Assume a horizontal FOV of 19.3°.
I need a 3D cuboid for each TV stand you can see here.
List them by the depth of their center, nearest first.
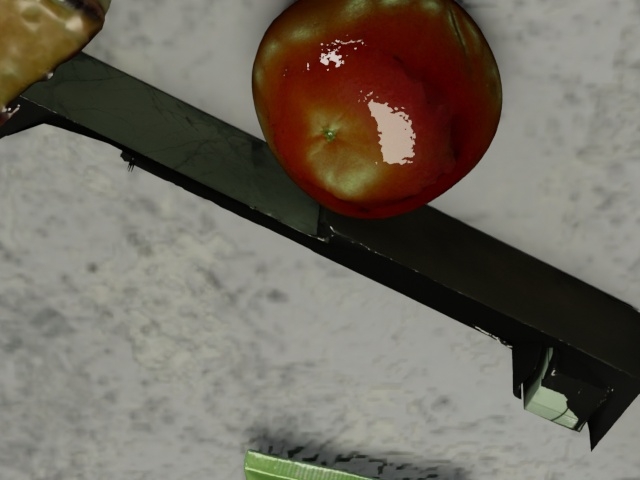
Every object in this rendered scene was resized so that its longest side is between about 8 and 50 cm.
[{"bbox_3d":[0.000,0.000,0.690,0.256,0.049,0.040,26,121,-12],"label":"TV stand"}]

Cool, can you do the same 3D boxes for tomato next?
[{"bbox_3d":[0.018,-0.048,0.644,0.087,0.075,0.087,3,121,6],"label":"tomato"}]

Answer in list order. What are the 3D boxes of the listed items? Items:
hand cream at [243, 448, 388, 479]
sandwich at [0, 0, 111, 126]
[{"bbox_3d":[0.000,0.169,0.798,0.095,0.046,0.175,12,120,-1],"label":"hand cream"},{"bbox_3d":[-0.198,-0.090,0.610,0.220,0.108,0.186,-32,116,24],"label":"sandwich"}]
